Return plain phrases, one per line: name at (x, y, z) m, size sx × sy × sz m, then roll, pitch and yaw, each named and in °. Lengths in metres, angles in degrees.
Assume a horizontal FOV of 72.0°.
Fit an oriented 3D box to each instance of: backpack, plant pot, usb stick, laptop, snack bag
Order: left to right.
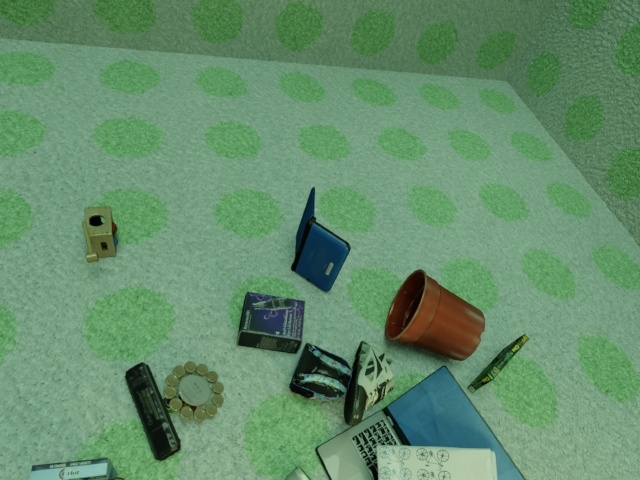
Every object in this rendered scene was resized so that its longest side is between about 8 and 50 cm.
usb stick at (-0.477, 0.479, 1.247) m, size 0.077 × 0.045 × 0.278 m, roll -31°, pitch 65°, yaw -10°
backpack at (0.004, 0.428, 1.387) m, size 0.173 × 0.117 × 0.158 m, roll 20°, pitch 48°, yaw 4°
laptop at (0.270, 0.638, 1.233) m, size 0.407 × 0.236 × 0.382 m, roll -17°, pitch 59°, yaw -28°
plant pot at (0.412, 0.280, 1.559) m, size 0.264 × 0.272 × 0.273 m, roll 26°, pitch 49°, yaw -6°
snack bag at (0.308, 0.726, 1.155) m, size 0.322 × 0.037 × 0.343 m, roll -2°, pitch 66°, yaw 11°

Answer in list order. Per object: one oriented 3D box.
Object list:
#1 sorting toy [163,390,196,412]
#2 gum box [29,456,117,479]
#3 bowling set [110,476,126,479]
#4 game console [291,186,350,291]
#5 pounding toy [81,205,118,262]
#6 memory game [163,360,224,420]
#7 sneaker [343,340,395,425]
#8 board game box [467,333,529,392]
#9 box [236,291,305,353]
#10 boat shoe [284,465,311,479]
sorting toy at (-0.410, 0.469, 1.281) m, size 0.101 × 0.042 × 0.061 m, roll 12°, pitch 50°, yaw -7°
gum box at (-0.583, 0.568, 1.056) m, size 0.156 × 0.184 × 0.041 m, roll 2°, pitch 52°, yaw -16°
bowling set at (-0.473, 0.664, 0.987) m, size 0.286 × 0.154 × 0.200 m, roll -10°, pitch 93°, yaw -22°
game console at (0.000, 0.000, 1.616) m, size 0.250 × 0.293 × 0.173 m, roll 33°, pitch 51°, yaw 9°
pounding toy at (-0.731, -0.014, 1.472) m, size 0.094 × 0.181 × 0.206 m, roll -6°, pitch 55°, yaw -22°
memory game at (-0.369, 0.441, 1.295) m, size 0.186 × 0.012 × 0.186 m, roll 26°, pitch 34°, yaw -20°
sneaker at (0.164, 0.447, 1.371) m, size 0.146 × 0.123 × 0.331 m, roll 22°, pitch 30°, yaw 5°
board game box at (0.636, 0.437, 1.572) m, size 0.259 × 0.136 × 0.030 m, roll -29°, pitch 69°, yaw -33°
box at (-0.163, 0.275, 1.469) m, size 0.206 × 0.108 × 0.153 m, roll 10°, pitch 51°, yaw -10°
boat shoe at (-0.019, 0.728, 1.186) m, size 0.081 × 0.079 × 0.227 m, roll -36°, pitch 71°, yaw -14°
